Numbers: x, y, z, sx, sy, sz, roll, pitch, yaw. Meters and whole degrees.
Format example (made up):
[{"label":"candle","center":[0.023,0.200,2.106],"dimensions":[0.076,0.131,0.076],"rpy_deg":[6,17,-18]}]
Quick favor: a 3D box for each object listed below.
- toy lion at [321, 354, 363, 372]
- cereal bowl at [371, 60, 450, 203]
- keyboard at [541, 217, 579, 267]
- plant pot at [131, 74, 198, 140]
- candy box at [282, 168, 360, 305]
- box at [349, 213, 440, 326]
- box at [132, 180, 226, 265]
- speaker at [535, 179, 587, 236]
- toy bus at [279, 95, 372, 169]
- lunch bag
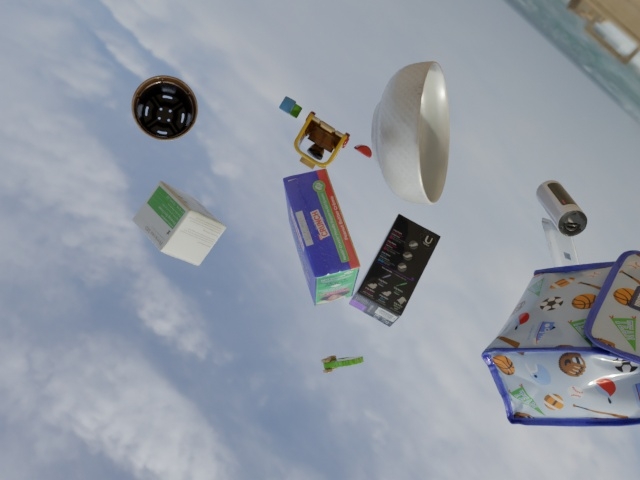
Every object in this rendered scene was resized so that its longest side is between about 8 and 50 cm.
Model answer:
[{"label":"toy lion","center":[0.055,0.283,1.655],"dimensions":[0.100,0.096,0.034],"rpy_deg":[14,-115,-77]},{"label":"cereal bowl","center":[0.210,-0.255,1.703],"dimensions":[0.141,0.339,0.339],"rpy_deg":[3,-167,21]},{"label":"keyboard","center":[0.591,0.033,1.724],"dimensions":[0.072,0.014,0.256],"rpy_deg":[18,154,39]},{"label":"plant pot","center":[-0.415,-0.342,1.888],"dimensions":[0.167,0.167,0.165],"rpy_deg":[37,175,-13]},{"label":"candy box","center":[0.000,0.000,1.819],"dimensions":[0.317,0.122,0.268],"rpy_deg":[88,165,-74]},{"label":"box","center":[0.212,0.088,2.041],"dimensions":[0.143,0.270,0.165],"rpy_deg":[28,163,3]},{"label":"box","center":[-0.238,-0.028,1.198],"dimensions":[0.101,0.087,0.102],"rpy_deg":[40,-173,34]},{"label":"speaker","center":[0.445,-0.060,1.318],"dimensions":[0.055,0.055,0.136],"rpy_deg":[35,-158,-18]},{"label":"toy bus","center":[-0.004,-0.207,1.543],"dimensions":[0.202,0.104,0.191],"rpy_deg":[29,-175,-45]},{"label":"lunch bag","center":[0.568,0.191,1.411],"dimensions":[0.328,0.385,0.239],"rpy_deg":[-44,-66,-40]}]
